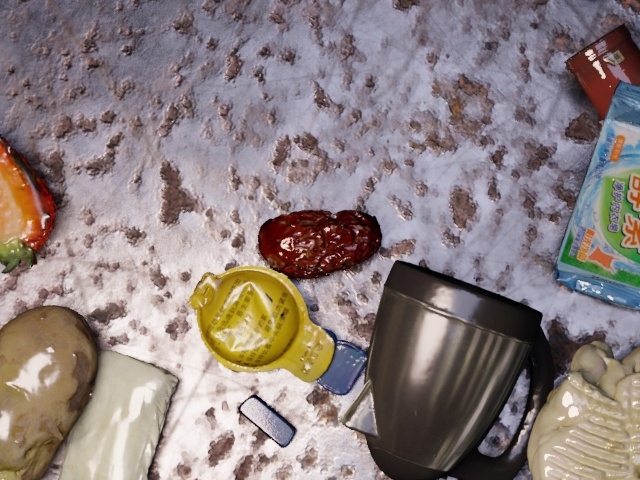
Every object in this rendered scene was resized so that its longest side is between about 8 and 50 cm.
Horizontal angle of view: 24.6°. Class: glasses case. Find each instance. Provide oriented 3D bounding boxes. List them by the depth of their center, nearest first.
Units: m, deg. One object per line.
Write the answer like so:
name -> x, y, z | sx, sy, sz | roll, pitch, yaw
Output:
glasses case -> -0.071, 0.242, 1.972 | 0.083, 0.023, 0.033 | 40, 82, 5

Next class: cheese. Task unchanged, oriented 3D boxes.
cheese -> -0.059, 0.125, 1.960 | 0.250, 0.064, 0.156 | 31, 107, -2

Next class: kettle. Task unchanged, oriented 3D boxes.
kettle -> 0.156, 0.187, 1.902 | 0.207, 0.251, 0.271 | 22, 92, 35

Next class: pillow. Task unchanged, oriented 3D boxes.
pillow -> -0.277, 0.267, 1.967 | 0.128, 0.051, 0.229 | 13, 83, 13

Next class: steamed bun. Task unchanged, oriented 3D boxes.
steamed bun -> 0.418, 0.259, 1.856 | 0.320, 0.206, 0.275 | -10, 68, 2

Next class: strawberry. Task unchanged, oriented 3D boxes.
strawberry -> -0.426, -0.048, 1.994 | 0.192, 0.085, 0.140 | 43, 95, 12

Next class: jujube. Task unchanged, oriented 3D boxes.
jujube -> 0.000, 0.004, 1.957 | 0.166, 0.104, 0.104 | -5, 83, 3

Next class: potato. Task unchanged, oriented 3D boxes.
potato -> -0.387, 0.208, 1.927 | 0.165, 0.165, 0.262 | 24, 76, 6

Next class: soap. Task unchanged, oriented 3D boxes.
soap -> 0.407, -0.048, 1.895 | 0.156, 0.077, 0.293 | 17, 123, 10

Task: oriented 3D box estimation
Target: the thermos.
thermos -> 0.425, -0.166, 1.944 | 0.099, 0.124, 0.232 | -33, 91, -4
